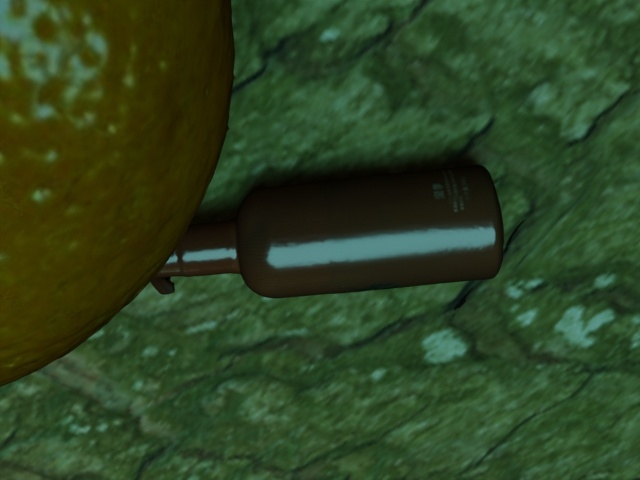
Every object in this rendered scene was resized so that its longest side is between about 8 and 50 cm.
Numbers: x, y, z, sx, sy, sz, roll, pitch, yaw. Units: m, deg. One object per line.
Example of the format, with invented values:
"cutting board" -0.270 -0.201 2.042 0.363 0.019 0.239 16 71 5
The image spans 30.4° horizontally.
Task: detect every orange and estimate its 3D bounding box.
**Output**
"orange" -0.248 -0.111 0.556 0.424 0.326 0.423 3 138 3

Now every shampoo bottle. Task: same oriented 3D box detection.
"shampoo bottle" 0.000 -0.001 0.813 0.244 0.085 0.085 -6 123 0
